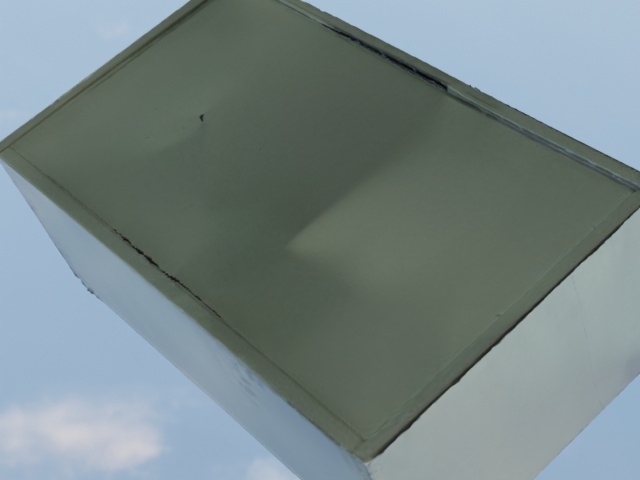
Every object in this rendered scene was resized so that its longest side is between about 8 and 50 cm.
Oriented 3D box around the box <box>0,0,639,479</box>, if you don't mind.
[{"bbox_3d":[0.000,0.000,0.470,0.129,0.086,0.225,-40,-133,-17],"label":"box"}]
